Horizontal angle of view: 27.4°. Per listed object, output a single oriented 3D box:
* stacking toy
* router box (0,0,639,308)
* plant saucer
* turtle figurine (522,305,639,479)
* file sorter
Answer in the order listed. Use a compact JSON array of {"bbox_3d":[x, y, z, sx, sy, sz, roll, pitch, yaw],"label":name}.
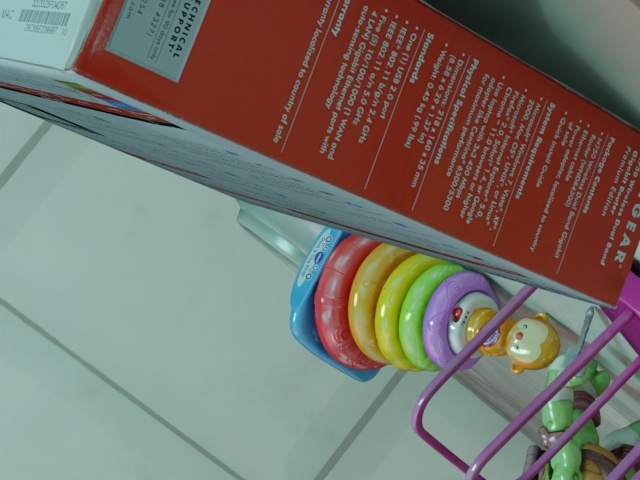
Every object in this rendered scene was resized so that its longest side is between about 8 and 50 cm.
[{"bbox_3d":[0.125,0.081,1.372,0.302,0.175,0.166,16,163,48],"label":"stacking toy"},{"bbox_3d":[-0.057,-0.078,0.640,0.301,0.082,0.335,22,177,-39],"label":"router box"},{"bbox_3d":[0.000,0.000,1.726,0.400,0.100,0.400,38,176,3],"label":"plant saucer"},{"bbox_3d":[0.295,0.183,1.218,0.198,0.274,0.266,16,-166,5],"label":"turtle figurine"},{"bbox_3d":[0.226,0.171,0.851,0.291,0.182,0.202,45,-178,41],"label":"file sorter"}]
